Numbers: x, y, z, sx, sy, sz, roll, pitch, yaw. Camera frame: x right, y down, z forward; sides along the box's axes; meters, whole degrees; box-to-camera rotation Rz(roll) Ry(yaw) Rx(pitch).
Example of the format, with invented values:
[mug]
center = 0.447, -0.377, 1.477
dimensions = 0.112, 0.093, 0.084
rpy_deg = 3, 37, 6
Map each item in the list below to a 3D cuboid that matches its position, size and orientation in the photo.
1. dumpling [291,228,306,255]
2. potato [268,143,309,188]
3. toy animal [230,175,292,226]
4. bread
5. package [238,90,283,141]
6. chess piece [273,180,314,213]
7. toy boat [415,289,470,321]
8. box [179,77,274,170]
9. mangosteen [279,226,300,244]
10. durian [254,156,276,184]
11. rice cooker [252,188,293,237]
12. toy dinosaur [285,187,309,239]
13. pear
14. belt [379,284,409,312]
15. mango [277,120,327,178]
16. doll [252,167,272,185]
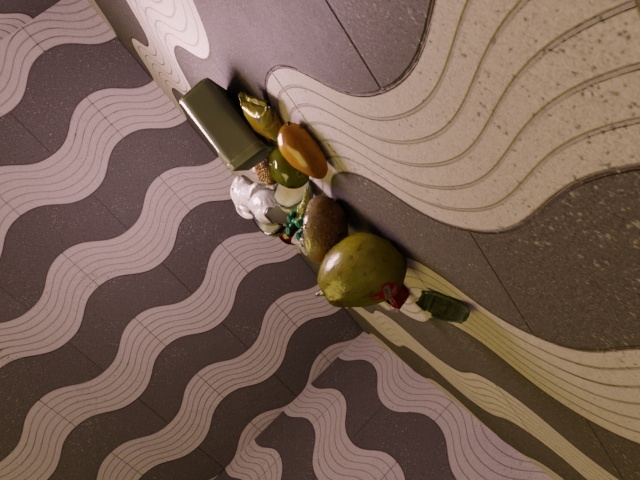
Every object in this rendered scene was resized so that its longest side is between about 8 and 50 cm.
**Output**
[dumpling]
center = -0.003, 0.003, 2.105
dimensions = 0.243, 0.227, 0.175
rpy_deg = 42, 127, -7
[potato]
center = -0.128, -0.301, 1.608
dimensions = 0.253, 0.148, 0.186
rpy_deg = 47, 160, 48
[toy animal]
center = -0.313, -0.193, 2.034
dimensions = 0.357, 0.194, 0.258
rpy_deg = 21, 142, 35
[bread]
center = 0.027, -0.040, 1.673
dimensions = 0.159, 0.305, 0.305
rpy_deg = 5, 153, 19
[package]
center = -0.210, -0.453, 1.498
dimensions = 0.168, 0.090, 0.226
rpy_deg = 32, 169, 28
[chess piece]
center = -0.083, -0.160, 1.916
dimensions = 0.182, 0.182, 0.330
rpy_deg = 42, 174, 31
[toy boat]
center = 0.447, 0.245, 1.442
dimensions = 0.055, 0.093, 0.293
rpy_deg = 32, 175, -17
[box]
center = -0.383, -0.476, 1.700
dimensions = 0.344, 0.177, 0.352
rpy_deg = 51, -171, -8
[mangosteen]
center = -0.167, -0.100, 2.426
dimensions = 0.215, 0.215, 0.257
rpy_deg = -170, 67, -74
[durian]
center = -0.267, -0.361, 1.984
dimensions = 0.158, 0.137, 0.168
rpy_deg = 28, 149, 54
[rice cooker]
center = -0.234, -0.158, 2.221
dimensions = 0.267, 0.267, 0.224
rpy_deg = 46, -150, 11
[toy dinosaur]
center = -0.079, -0.112, 1.726
dimensions = 0.094, 0.153, 0.259
rpy_deg = 28, 148, 21
[pear]
center = 0.142, 0.125, 1.538
dimensions = 0.287, 0.375, 0.287
rpy_deg = 60, -176, -8
[belt]
center = 0.310, 0.225, 1.845
dimensions = 0.201, 0.124, 0.128
rpy_deg = 42, 150, 7
[mango]
center = -0.061, -0.309, 1.405
dimensions = 0.227, 0.109, 0.147
rpy_deg = 50, 145, -13
[doll]
center = -0.342, -0.393, 2.381
dimensions = 0.162, 0.062, 0.106
rpy_deg = 48, 166, -3
